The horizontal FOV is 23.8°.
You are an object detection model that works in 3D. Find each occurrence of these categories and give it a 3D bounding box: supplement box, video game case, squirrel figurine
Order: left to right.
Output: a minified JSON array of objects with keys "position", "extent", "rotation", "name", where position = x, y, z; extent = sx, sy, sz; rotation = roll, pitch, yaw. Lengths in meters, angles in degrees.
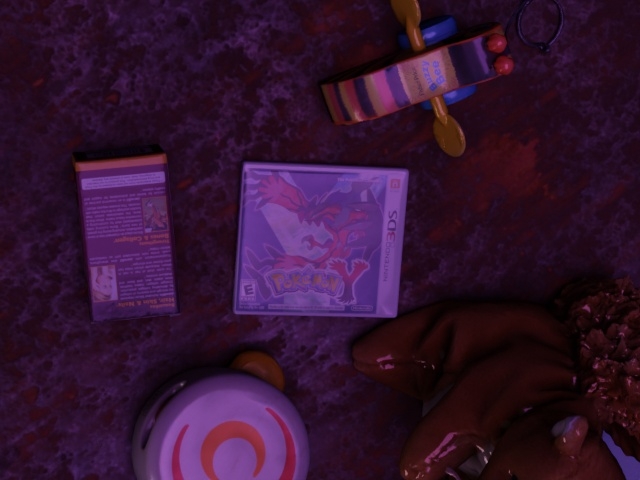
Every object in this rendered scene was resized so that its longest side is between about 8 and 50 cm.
[{"position":[-0.221,-0.008,1.726],"extent":[0.104,0.081,0.188],"rotation":[-6,102,-10],"name":"supplement box"},{"position":[0.000,0.000,1.802],"extent":[0.201,0.023,0.183],"rotation":[2,101,-11],"name":"video game case"},{"position":[0.280,0.199,1.718],"extent":[0.397,0.370,0.281],"rotation":[-27,105,-5],"name":"squirrel figurine"}]

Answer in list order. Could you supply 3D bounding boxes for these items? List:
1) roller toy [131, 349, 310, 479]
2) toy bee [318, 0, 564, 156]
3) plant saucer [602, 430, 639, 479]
[{"position":[-0.119,0.242,1.763],"extent":[0.191,0.146,0.209],"rotation":[-9,93,-16],"name":"roller toy"},{"position":[0.146,-0.212,1.716],"extent":[0.298,0.162,0.195],"rotation":[-43,104,0],"name":"toy bee"},{"position":[0.408,0.284,1.935],"extent":[0.195,0.037,0.195],"rotation":[-2,103,-10],"name":"plant saucer"}]
